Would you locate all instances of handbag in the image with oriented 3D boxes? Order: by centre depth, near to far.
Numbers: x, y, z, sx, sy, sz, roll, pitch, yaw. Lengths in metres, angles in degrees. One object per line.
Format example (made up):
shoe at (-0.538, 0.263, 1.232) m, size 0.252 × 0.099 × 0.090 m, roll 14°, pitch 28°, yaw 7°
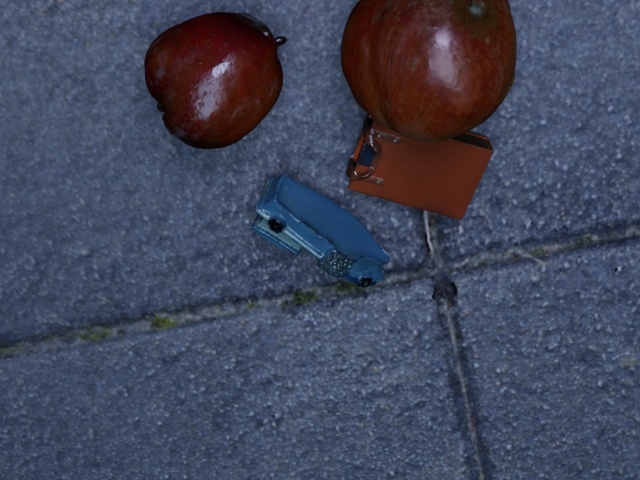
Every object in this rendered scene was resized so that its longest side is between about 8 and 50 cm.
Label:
handbag at (0.142, -0.115, 1.593) m, size 0.190 × 0.063 × 0.127 m, roll 13°, pitch 121°, yaw -12°

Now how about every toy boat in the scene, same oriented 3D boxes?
toy boat at (0.000, 0.000, 1.645) m, size 0.238 × 0.109 × 0.098 m, roll 33°, pitch 137°, yaw -15°

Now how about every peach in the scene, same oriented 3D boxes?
peach at (0.148, -0.264, 1.403) m, size 0.232 × 0.232 × 0.257 m, roll 0°, pitch 127°, yaw 1°

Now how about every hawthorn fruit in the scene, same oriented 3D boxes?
hawthorn fruit at (-0.135, -0.226, 1.470) m, size 0.202 × 0.185 × 0.185 m, roll -33°, pitch 117°, yaw 0°
